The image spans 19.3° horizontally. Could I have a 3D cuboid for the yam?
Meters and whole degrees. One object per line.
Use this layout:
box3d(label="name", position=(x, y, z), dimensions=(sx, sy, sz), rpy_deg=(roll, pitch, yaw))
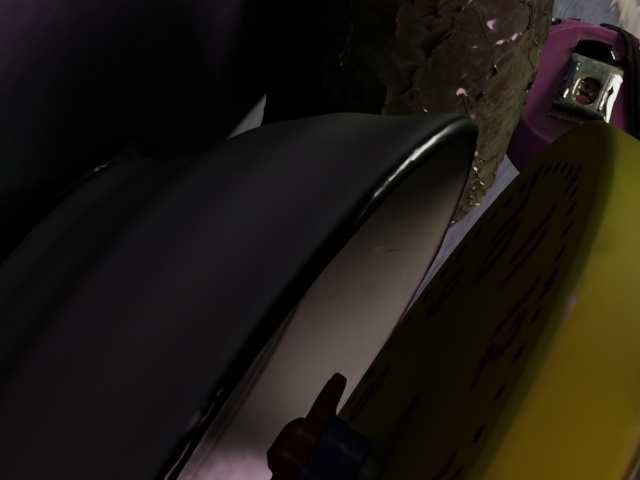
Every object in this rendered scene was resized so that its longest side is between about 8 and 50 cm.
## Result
box3d(label="yam", position=(0.037, -0.087, 0.700), dimensions=(0.107, 0.107, 0.183), rpy_deg=(-50, 165, -32))

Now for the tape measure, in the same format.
box3d(label="tape measure", position=(0.178, -0.090, 1.230), dimensions=(0.074, 0.118, 0.125), rpy_deg=(94, 14, -59))

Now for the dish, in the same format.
box3d(label="dish", position=(-0.072, 0.066, 0.639), dimensions=(0.316, 0.106, 0.316), rpy_deg=(-54, 171, -13))

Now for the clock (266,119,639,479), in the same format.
box3d(label="clock", position=(0.014, 0.083, 0.589), dimensions=(0.293, 0.071, 0.277), rpy_deg=(-53, -173, 38))
